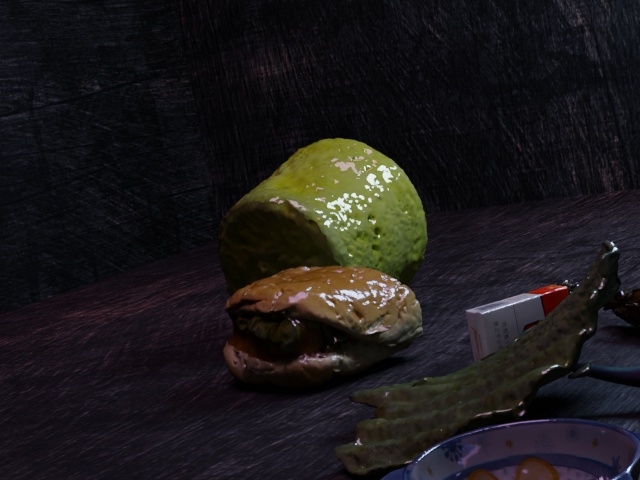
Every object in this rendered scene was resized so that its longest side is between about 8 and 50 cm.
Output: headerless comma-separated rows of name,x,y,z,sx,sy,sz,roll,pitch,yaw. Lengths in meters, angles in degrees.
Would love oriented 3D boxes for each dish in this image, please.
dish,0.177,0.232,1.027,0.236,0.086,0.228,-7,9,28

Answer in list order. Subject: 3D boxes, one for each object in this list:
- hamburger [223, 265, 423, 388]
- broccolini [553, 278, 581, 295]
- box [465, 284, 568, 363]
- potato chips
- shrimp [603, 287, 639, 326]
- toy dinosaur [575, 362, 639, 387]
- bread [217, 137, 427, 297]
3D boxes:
hamburger,-0.026,0.136,1.840,0.329,0.162,0.209,-2,8,26
broccolini,0.344,0.110,1.876,0.202,0.068,0.091,-16,27,-29
box,0.282,0.128,1.660,0.152,0.100,0.048,-14,10,-27
potato chips,0.203,0.139,1.405,0.389,0.097,0.373,-34,-1,15
shrimp,0.577,0.092,1.694,0.233,0.071,0.365,-4,1,-33
toy dinosaur,0.506,0.138,1.303,0.383,0.129,0.331,-15,15,-12
bread,0.000,0.000,2.219,0.348,0.348,0.307,-6,15,34
